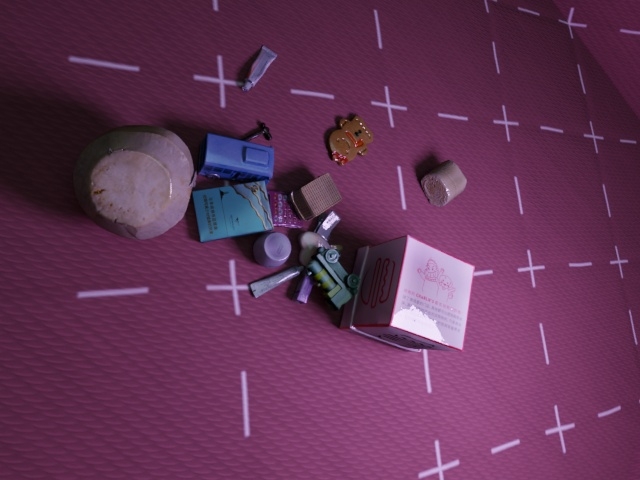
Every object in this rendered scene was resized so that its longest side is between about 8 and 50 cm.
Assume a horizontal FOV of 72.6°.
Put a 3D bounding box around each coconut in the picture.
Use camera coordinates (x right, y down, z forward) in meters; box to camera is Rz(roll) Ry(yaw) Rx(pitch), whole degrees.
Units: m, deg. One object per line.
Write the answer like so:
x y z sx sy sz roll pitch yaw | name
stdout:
-0.486 -0.162 1.173 0.322 0.323 0.323 6 76 -26 | coconut

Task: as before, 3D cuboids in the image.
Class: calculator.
-0.143 -0.106 1.471 0.190 0.034 0.127 5 76 -32 | calculator

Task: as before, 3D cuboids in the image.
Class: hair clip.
0.003 0.002 1.508 0.159 0.071 0.219 37 69 -18 | hair clip

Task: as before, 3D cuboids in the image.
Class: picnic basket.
-0.017 -0.149 1.499 0.164 0.079 0.115 -35 101 -39 | picnic basket

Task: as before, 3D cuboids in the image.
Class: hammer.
-0.244 -0.341 1.475 0.178 0.021 0.065 -34 97 -28 | hammer

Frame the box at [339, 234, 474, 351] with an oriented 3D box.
0.292 0.193 1.476 0.314 0.300 0.313 23 70 -21 | box

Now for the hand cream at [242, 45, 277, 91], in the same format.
-0.223 -0.606 1.539 0.052 0.038 0.216 48 54 -38 | hand cream

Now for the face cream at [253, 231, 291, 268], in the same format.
-0.154 0.029 1.393 0.117 0.104 0.117 7 74 -25 | face cream

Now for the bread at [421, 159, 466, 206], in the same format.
0.504 -0.233 1.773 0.141 0.134 0.148 -36 109 -28 | bread

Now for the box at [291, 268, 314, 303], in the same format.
-0.053 0.152 1.451 0.036 0.050 0.117 29 69 -20 | box

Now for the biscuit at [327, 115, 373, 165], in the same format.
0.110 -0.382 1.658 0.225 0.036 0.166 -40 100 -28 | biscuit

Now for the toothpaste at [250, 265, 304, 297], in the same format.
-0.137 0.126 1.426 0.197 0.029 0.048 -24 88 -26 | toothpaste

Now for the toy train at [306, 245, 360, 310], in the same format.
0.036 0.119 1.432 0.132 0.083 0.200 -41 95 -20 | toy train

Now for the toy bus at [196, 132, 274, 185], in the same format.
-0.261 -0.252 1.383 0.233 0.133 0.116 7 75 -25 | toy bus

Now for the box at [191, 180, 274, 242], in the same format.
-0.272 -0.090 1.362 0.229 0.041 0.162 -11 84 -11 | box
